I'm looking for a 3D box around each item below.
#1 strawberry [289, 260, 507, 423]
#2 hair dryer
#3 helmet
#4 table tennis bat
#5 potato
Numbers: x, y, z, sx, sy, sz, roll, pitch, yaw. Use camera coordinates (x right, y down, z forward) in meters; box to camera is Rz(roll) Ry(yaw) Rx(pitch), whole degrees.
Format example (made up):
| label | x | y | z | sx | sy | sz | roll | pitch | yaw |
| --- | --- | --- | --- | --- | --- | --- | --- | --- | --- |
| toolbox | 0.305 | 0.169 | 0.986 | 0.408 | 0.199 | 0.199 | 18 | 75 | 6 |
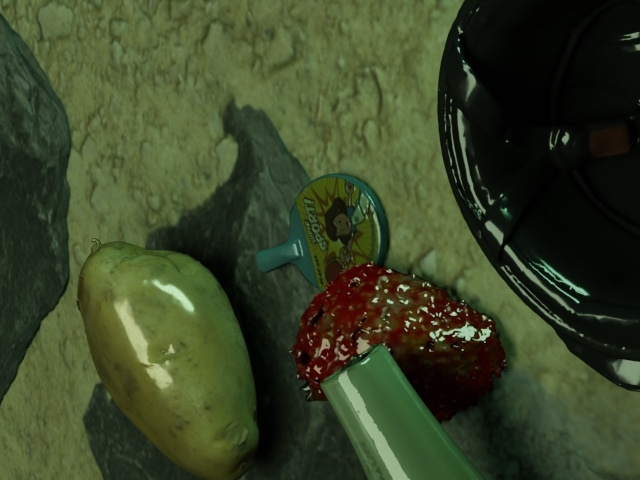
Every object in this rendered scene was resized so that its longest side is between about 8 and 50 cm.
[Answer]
| label | x | y | z | sx | sy | sz | roll | pitch | yaw |
| --- | --- | --- | --- | --- | --- | --- | --- | --- | --- |
| strawberry | 0.045 | 0.091 | 1.226 | 0.192 | 0.085 | 0.140 | 35 | 124 | 35 |
| hair dryer | 0.058 | 0.213 | 1.191 | 0.298 | 0.119 | 0.296 | 3 | 117 | 53 |
| helmet | 0.206 | -0.059 | 0.950 | 0.230 | 0.160 | 0.278 | -28 | 88 | 47 |
| table tennis bat | 0.000 | 0.000 | 1.314 | 0.155 | 0.019 | 0.100 | -18 | 85 | 48 |
| potato | -0.129 | 0.098 | 1.413 | 0.235 | 0.128 | 0.161 | 47 | 146 | 27 |
